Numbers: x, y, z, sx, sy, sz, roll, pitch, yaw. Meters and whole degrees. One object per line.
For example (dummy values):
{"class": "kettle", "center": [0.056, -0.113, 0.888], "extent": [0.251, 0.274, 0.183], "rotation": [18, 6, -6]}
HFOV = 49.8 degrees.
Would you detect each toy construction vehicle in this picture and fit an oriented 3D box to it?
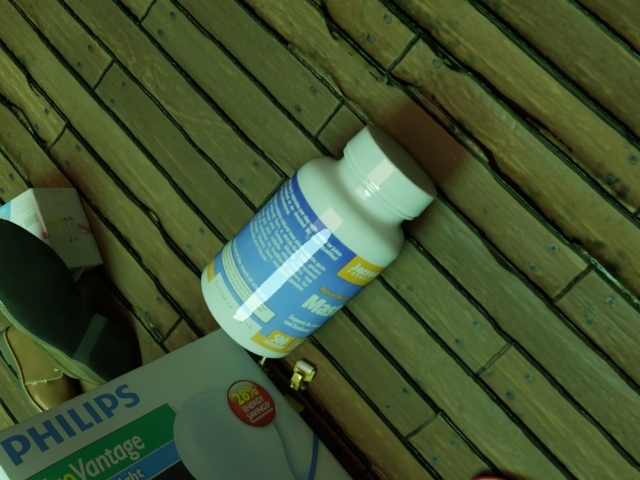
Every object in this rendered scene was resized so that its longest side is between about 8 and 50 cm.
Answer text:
{"class": "toy construction vehicle", "center": [-0.056, 0.193, 0.903], "extent": [0.085, 0.035, 0.098], "rotation": [33, 106, 18]}

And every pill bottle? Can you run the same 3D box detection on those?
{"class": "pill bottle", "center": [0.000, 0.000, 0.801], "extent": [0.272, 0.152, 0.152], "rotation": [-43, 77, 21]}

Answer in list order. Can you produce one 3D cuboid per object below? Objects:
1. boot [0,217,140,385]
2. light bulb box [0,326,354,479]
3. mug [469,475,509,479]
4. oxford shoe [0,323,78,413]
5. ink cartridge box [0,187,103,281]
{"class": "boot", "center": [-0.384, 0.099, 0.939], "extent": [0.115, 0.112, 0.305], "rotation": [-8, 130, 31]}
{"class": "light bulb box", "center": [-0.157, 0.339, 0.768], "extent": [0.361, 0.358, 0.225], "rotation": [47, 121, 14]}
{"class": "mug", "center": [0.218, 0.349, 0.755], "extent": [0.169, 0.113, 0.150], "rotation": [-4, 94, 21]}
{"class": "oxford shoe", "center": [-0.406, 0.200, 1.041], "extent": [0.076, 0.076, 0.212], "rotation": [-40, 78, 10]}
{"class": "ink cartridge box", "center": [-0.397, 0.006, 1.011], "extent": [0.092, 0.090, 0.143], "rotation": [-24, 85, 24]}
